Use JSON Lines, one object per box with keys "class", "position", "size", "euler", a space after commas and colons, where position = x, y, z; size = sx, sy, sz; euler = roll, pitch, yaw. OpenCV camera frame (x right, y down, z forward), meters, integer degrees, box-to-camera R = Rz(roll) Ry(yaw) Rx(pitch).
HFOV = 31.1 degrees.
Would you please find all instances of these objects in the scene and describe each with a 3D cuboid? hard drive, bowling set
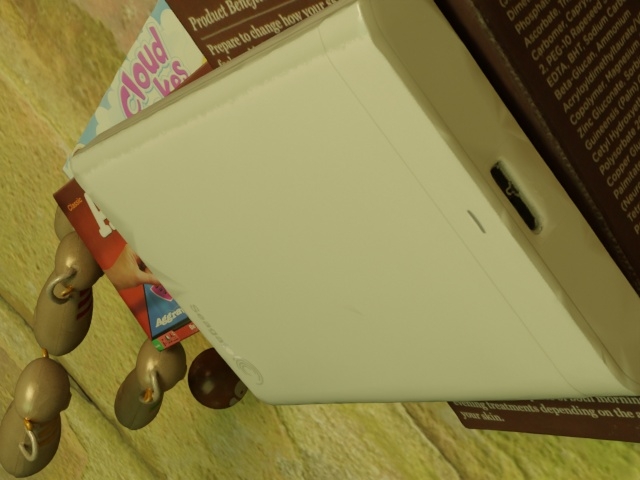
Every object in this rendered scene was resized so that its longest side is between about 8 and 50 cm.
{"class": "hard drive", "position": [0.000, 0.000, 0.588], "size": [0.203, 0.040, 0.308], "euler": [52, 149, -15]}
{"class": "bowling set", "position": [-0.140, 0.059, 0.942], "size": [0.200, 0.287, 0.154], "euler": [11, 147, -15]}

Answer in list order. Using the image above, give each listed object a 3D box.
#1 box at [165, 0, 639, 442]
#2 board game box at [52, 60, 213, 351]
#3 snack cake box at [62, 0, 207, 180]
{"class": "box", "position": [0.074, -0.080, 0.573], "size": [0.191, 0.143, 0.381], "euler": [-6, 126, 53]}
{"class": "board game box", "position": [-0.073, -0.025, 0.767], "size": [0.281, 0.027, 0.145], "euler": [-30, 94, 48]}
{"class": "snack cake box", "position": [-0.070, -0.078, 0.817], "size": [0.152, 0.089, 0.264], "euler": [50, 139, 5]}
